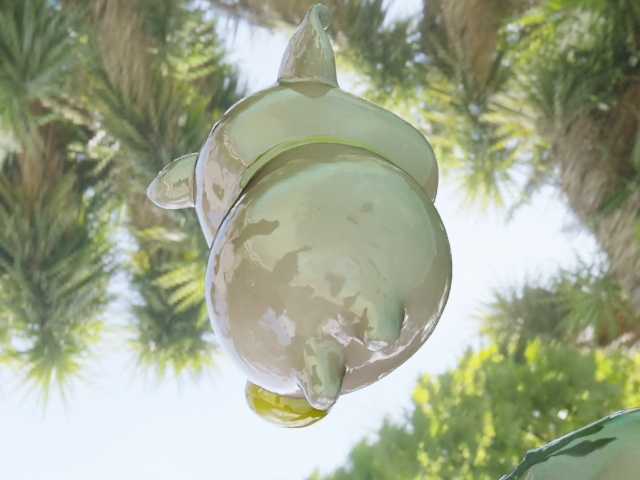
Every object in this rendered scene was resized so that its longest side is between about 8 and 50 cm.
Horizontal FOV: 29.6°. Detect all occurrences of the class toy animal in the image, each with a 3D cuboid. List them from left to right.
[{"bbox_3d":[-0.003,0.001,0.679,0.149,0.165,0.248,47,-169,-34],"label":"toy animal"}]

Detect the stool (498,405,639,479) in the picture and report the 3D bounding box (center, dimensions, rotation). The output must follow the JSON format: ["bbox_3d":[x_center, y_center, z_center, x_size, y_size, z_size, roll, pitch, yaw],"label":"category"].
[{"bbox_3d":[0.189,0.271,0.611,0.226,0.310,0.310,8,-138,-51],"label":"stool"}]
